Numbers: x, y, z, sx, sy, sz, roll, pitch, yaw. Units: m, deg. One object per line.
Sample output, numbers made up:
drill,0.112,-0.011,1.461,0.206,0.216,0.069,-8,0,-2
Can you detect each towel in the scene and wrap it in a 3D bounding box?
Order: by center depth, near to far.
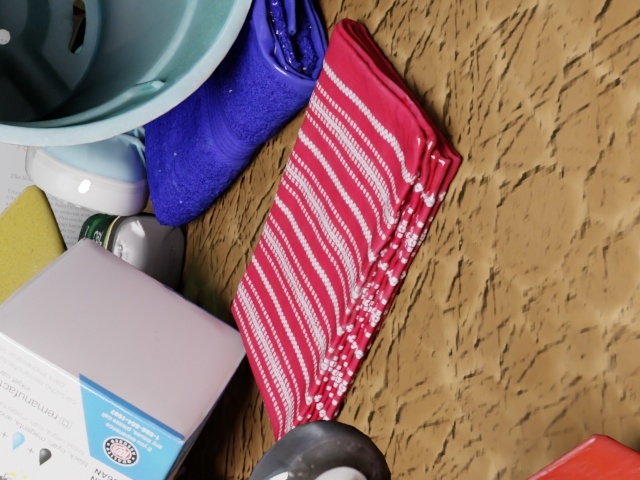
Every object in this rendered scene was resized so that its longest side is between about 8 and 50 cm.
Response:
towel,0.000,0.000,0.709,0.275,0.031,0.199,-67,28,28
towel,-0.094,-0.167,0.903,0.308,0.076,0.228,-40,47,54

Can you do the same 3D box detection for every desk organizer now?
desk organizer,-0.315,-0.215,1.183,0.130,0.050,0.047,-64,-2,20

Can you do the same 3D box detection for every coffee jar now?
coffee jar,-0.207,0.017,1.076,0.184,0.079,0.096,1,83,64

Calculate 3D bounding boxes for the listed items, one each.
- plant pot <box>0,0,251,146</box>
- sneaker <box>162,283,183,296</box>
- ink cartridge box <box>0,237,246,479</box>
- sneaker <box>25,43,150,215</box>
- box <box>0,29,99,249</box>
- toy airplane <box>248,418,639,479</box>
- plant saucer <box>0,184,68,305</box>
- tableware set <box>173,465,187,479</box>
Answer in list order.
plant pot,-0.265,-0.230,0.832,0.334,0.341,0.341,176,101,-65
sneaker,-0.200,0.153,1.016,0.292,0.110,0.118,-53,21,44
ink cartridge box,-0.197,0.157,0.806,0.233,0.171,0.168,-60,-1,26
sneaker,-0.233,-0.153,1.079,0.366,0.135,0.150,-113,38,-61
box,-0.398,-0.140,1.364,0.168,0.215,0.345,22,102,64
toy airplane,-0.002,0.288,0.347,0.384,0.272,0.386,-25,39,23
plant saucer,-0.380,0.139,1.144,0.333,0.081,0.333,-51,-11,-21
tableware set,-0.207,0.203,0.951,0.104,0.154,0.024,-49,7,46
